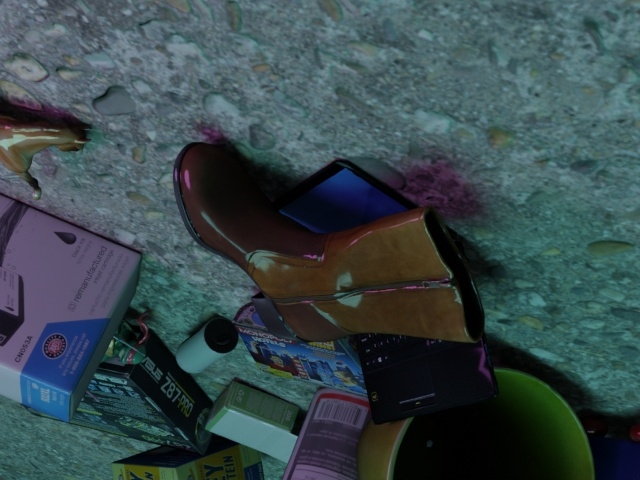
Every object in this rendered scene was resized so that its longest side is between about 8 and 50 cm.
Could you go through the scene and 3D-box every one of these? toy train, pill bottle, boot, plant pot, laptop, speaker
[{"bbox_3d":[0.381,0.296,1.356,0.143,0.105,0.248,19,167,-33],"label":"toy train"},{"bbox_3d":[0.020,0.377,1.532,0.161,0.283,0.161,17,152,9],"label":"pill bottle"},{"bbox_3d":[0.000,0.000,1.023,0.280,0.096,0.264,-6,115,49],"label":"boot"},{"bbox_3d":[0.159,0.299,1.350,0.274,0.275,0.293,30,167,-14],"label":"plant pot"},{"bbox_3d":[0.046,0.069,1.132,0.136,0.264,0.234,-6,167,-32],"label":"laptop"},{"bbox_3d":[-0.168,0.157,1.525,0.055,0.055,0.136,29,152,-13],"label":"speaker"}]

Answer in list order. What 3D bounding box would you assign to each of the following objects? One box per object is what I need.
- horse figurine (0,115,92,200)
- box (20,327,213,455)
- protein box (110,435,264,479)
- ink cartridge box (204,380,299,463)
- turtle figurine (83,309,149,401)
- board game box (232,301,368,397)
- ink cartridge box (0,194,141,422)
[{"bbox_3d":[-0.404,-0.128,1.185,0.263,0.066,0.174,25,158,-11],"label":"horse figurine"},{"bbox_3d":[-0.410,0.240,1.798,0.395,0.097,0.318,7,146,26],"label":"box"},{"bbox_3d":[-0.242,0.453,1.905,0.199,0.136,0.201,-8,-178,43],"label":"protein box"},{"bbox_3d":[-0.068,0.326,1.749,0.235,0.056,0.171,23,153,-8],"label":"ink cartridge box"},{"bbox_3d":[-0.350,0.147,1.564,0.234,0.118,0.175,28,121,18],"label":"turtle figurine"},{"bbox_3d":[-0.008,0.126,1.352,0.194,0.060,0.194,11,150,20],"label":"board game box"},{"bbox_3d":[-0.428,0.072,1.380,0.307,0.223,0.129,23,151,-2],"label":"ink cartridge box"}]
